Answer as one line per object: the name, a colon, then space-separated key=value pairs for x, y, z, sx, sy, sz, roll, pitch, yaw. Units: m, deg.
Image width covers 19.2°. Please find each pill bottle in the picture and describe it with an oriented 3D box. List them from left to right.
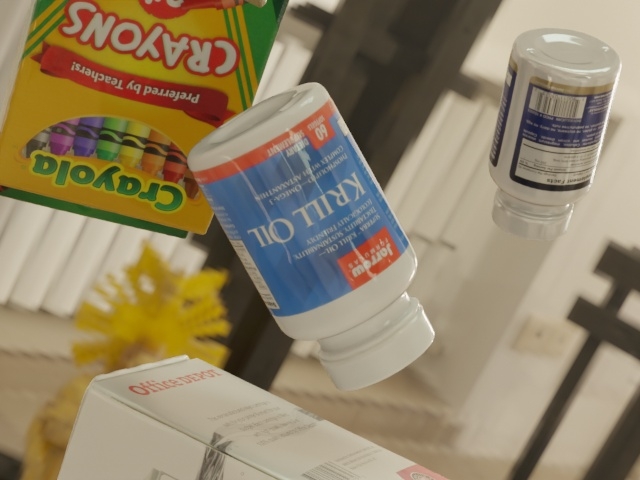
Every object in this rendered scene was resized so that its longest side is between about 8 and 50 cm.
pill bottle: x=0.000 y=0.000 z=1.469 sx=0.221 sy=0.124 sz=0.124 roll=60 pitch=14 yaw=-13
pill bottle: x=0.196 y=-0.089 z=1.622 sx=0.094 sy=0.169 sz=0.094 roll=7 pitch=31 yaw=-4

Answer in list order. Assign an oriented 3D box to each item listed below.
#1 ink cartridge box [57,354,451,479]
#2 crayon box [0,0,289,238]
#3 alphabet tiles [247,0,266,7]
ink cartridge box: x=-0.040 y=0.206 z=1.485 sx=0.283 sy=0.117 sz=0.207 roll=24 pitch=10 yaw=18
crayon box: x=-0.162 y=-0.133 z=1.626 sx=0.202 sy=0.318 sz=0.081 roll=13 pitch=31 yaw=-13
alphabet tiles: x=-0.141 y=-0.291 z=1.209 sx=0.342 sy=0.011 sz=0.285 roll=30 pitch=-26 yaw=26
